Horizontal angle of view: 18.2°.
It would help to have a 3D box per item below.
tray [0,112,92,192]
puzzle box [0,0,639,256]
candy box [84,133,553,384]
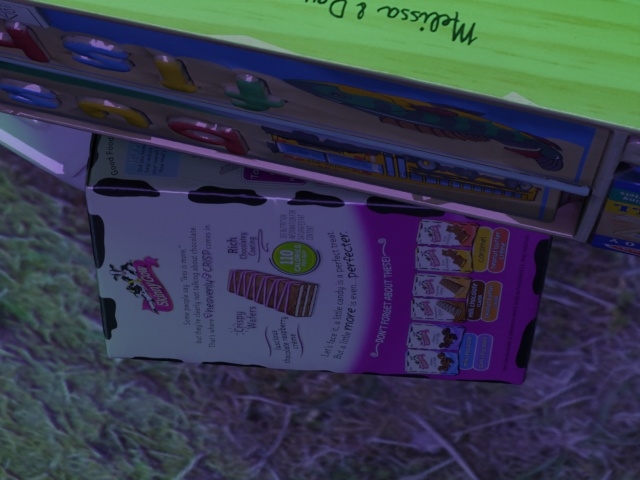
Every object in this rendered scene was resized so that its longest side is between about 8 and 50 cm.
[{"bbox_3d":[-0.194,-0.116,1.022,0.270,0.030,0.145,32,134,-21],"label":"tray"},{"bbox_3d":[0.014,-0.065,0.843,0.409,0.052,0.272,13,173,6],"label":"puzzle box"},{"bbox_3d":[0.000,0.000,1.051,0.233,0.071,0.159,3,143,1],"label":"candy box"}]
